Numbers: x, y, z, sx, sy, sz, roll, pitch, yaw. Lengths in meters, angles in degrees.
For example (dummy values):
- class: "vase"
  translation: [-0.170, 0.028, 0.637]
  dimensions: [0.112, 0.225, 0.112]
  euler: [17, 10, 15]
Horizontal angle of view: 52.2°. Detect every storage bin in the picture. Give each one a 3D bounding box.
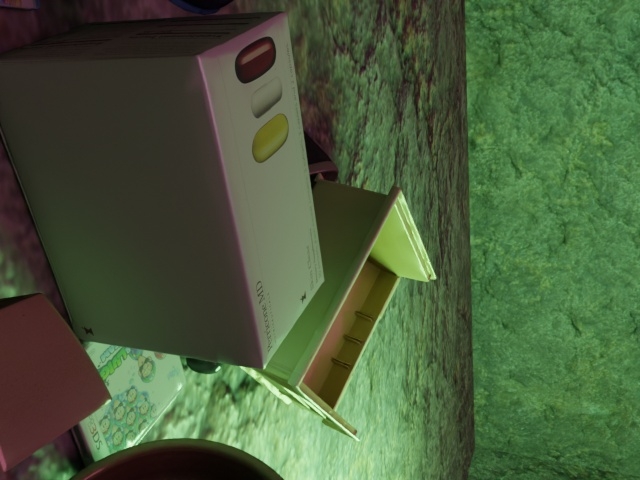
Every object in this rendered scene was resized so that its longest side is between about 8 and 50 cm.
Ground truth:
- class: "storage bin"
  translation: [0.028, 0.095, 0.857]
  dimensions: [0.262, 0.123, 0.260]
  euler: [-62, 148, -19]

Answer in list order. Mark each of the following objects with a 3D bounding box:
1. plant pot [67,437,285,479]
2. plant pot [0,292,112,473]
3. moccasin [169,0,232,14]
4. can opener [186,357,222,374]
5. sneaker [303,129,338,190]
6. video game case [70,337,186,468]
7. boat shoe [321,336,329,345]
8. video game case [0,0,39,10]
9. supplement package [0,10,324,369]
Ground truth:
- class: "plant pot"
  translation: [-0.139, 0.358, 0.599]
  dimensions: [0.263, 0.263, 0.229]
  euler: [-56, 160, -51]
- class: "plant pot"
  translation: [-0.237, 0.096, 0.468]
  dimensions: [0.109, 0.109, 0.096]
  euler: [-31, 109, -63]
- class: "moccasin"
  translation: [-0.134, -0.347, 0.482]
  dimensions: [0.138, 0.117, 0.341]
  euler: [-38, 105, -57]
- class: "can opener"
  translation: [-0.083, 0.038, 0.830]
  dimensions: [0.076, 0.095, 0.283]
  euler: [69, 33, -45]
- class: "sneaker"
  translation: [-0.091, -0.101, 0.836]
  dimensions: [0.222, 0.118, 0.083]
  euler: [-14, 151, -44]
- class: "video game case"
  translation: [-0.198, 0.141, 0.668]
  dimensions: [0.157, 0.019, 0.143]
  euler: [-53, 141, -54]
- class: "boat shoe"
  translation: [0.035, 0.090, 1.110]
  dimensions: [0.123, 0.123, 0.342]
  euler: [83, 28, -42]
- class: "video game case"
  translation: [-0.267, -0.227, 0.446]
  dimensions: [0.166, 0.015, 0.119]
  euler: [-30, 120, -63]
- class: "supplement package"
  translation: [-0.127, -0.046, 0.566]
  dimensions: [0.145, 0.204, 0.261]
  euler: [-53, 141, -52]
